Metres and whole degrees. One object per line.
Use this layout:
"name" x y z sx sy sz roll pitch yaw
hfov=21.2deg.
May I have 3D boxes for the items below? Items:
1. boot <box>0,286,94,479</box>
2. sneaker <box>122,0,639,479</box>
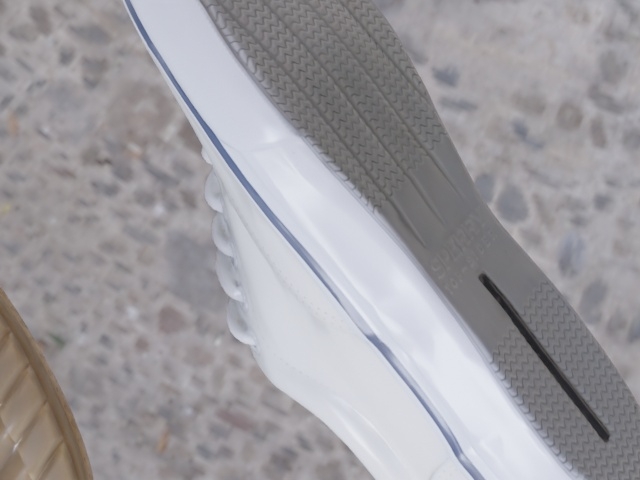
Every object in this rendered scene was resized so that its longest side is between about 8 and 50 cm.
"boot" -0.153 0.034 0.601 0.248 0.090 0.207 43 173 13
"sneaker" 0.000 0.000 0.561 0.091 0.094 0.258 -33 91 35
